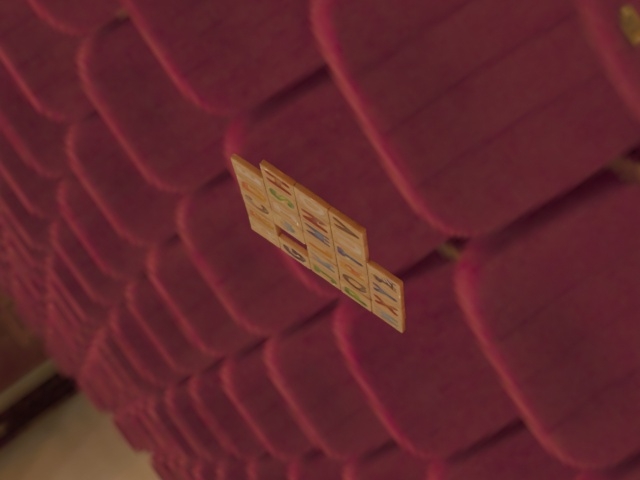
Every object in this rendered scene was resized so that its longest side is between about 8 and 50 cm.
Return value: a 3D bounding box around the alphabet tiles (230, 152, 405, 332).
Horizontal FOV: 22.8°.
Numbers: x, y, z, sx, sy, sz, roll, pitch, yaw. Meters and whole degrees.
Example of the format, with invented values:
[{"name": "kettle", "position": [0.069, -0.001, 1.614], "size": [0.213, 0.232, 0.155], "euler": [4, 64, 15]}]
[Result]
[{"name": "alphabet tiles", "position": [0.000, 0.000, 1.546], "size": [0.198, 0.009, 0.237], "euler": [35, 166, 15]}]
